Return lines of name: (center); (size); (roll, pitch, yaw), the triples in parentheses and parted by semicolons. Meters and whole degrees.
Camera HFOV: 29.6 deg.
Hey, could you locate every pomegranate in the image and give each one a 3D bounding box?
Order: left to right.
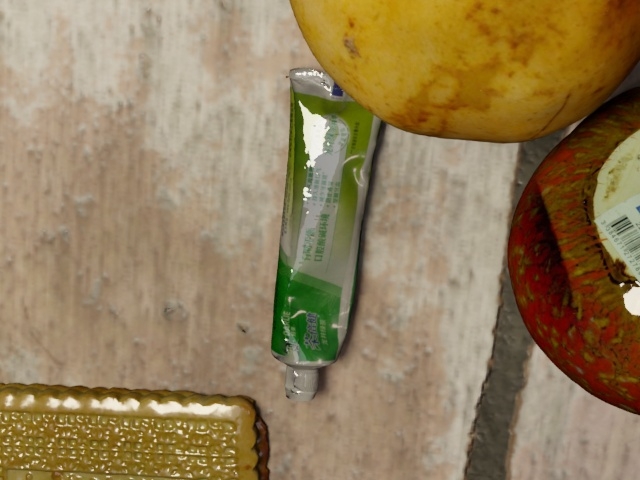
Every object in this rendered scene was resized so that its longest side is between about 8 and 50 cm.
pomegranate: (0.090, -0.184, 0.720); (0.264, 0.264, 0.264); (2, 106, 6)

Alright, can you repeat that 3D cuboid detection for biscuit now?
biscuit: (-0.168, 0.201, 0.972); (0.254, 0.029, 0.172); (1, 106, 6)

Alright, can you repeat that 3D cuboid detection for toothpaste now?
toothpaste: (0.000, 0.000, 0.887); (0.078, 0.047, 0.248); (7, 104, 0)

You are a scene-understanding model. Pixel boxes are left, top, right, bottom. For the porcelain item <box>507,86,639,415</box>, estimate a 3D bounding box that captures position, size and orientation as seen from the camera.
porcelain item: (0.250, 0.022, 0.799); (0.253, 0.253, 0.253); (2, 106, 6)
